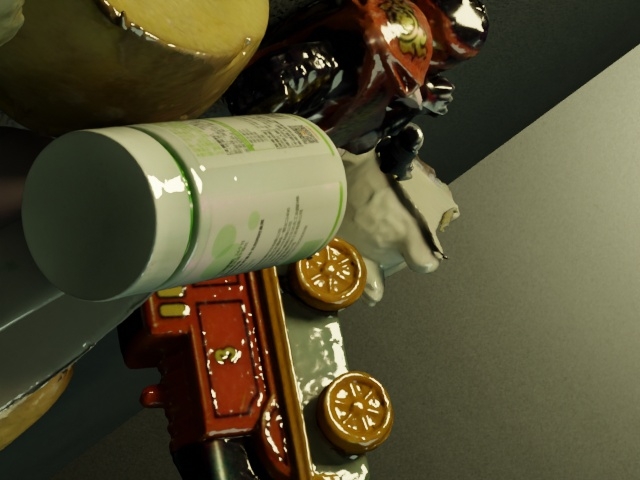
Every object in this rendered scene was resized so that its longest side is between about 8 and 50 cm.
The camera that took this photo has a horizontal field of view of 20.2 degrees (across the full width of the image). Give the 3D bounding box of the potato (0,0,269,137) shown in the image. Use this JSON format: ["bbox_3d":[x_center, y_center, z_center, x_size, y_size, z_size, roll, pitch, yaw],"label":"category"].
[{"bbox_3d":[-0.114,-0.099,0.946,0.138,0.098,0.243,-37,173,23],"label":"potato"}]

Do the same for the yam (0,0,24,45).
[{"bbox_3d":[-0.205,-0.072,0.602,0.194,0.107,0.107,-33,173,-20],"label":"yam"}]

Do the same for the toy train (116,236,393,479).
[{"bbox_3d":[-0.073,0.108,1.737,0.231,0.369,0.163,-4,160,-19],"label":"toy train"}]

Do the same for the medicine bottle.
[{"bbox_3d":[-0.065,-0.021,0.943,0.086,0.086,0.183,-39,165,29],"label":"medicine bottle"}]

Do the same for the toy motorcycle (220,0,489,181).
[{"bbox_3d":[0.025,-0.115,1.407,0.207,0.134,0.401,-29,172,-4],"label":"toy motorcycle"}]

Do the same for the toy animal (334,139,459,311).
[{"bbox_3d":[0.008,-0.004,1.958,0.289,0.174,0.249,-37,-174,-2],"label":"toy animal"}]

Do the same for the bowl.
[{"bbox_3d":[-0.235,0.032,1.031,0.287,0.144,0.287,-36,173,-5],"label":"bowl"}]

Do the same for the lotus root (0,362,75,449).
[{"bbox_3d":[-0.309,0.124,1.374,0.303,0.131,0.146,-37,151,4],"label":"lotus root"}]
